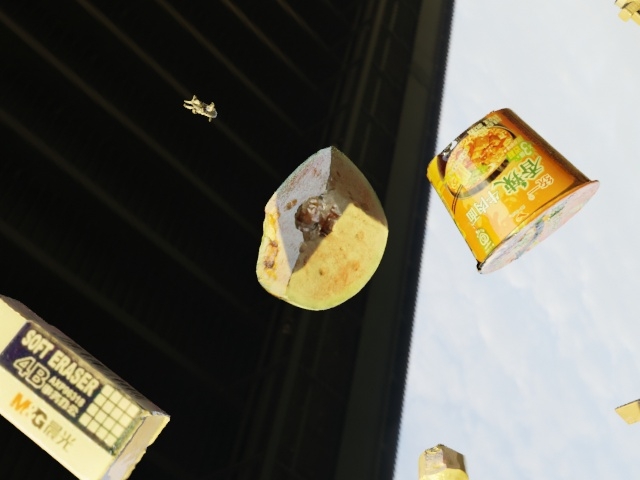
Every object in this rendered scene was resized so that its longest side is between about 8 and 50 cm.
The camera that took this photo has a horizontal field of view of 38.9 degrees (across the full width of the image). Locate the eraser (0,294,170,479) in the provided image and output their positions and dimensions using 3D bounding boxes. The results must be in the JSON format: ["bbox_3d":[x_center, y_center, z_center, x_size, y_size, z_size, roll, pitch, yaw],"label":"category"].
[{"bbox_3d":[-0.352,0.199,1.202,0.287,0.130,0.086,34,173,17],"label":"eraser"}]

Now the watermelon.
[{"bbox_3d":[-0.005,-0.001,1.750,0.188,0.175,0.321,40,-112,-32],"label":"watermelon"}]

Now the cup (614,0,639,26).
[{"bbox_3d":[0.505,-0.359,1.367,0.099,0.074,0.102,32,-146,3],"label":"cup"}]

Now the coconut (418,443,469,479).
[{"bbox_3d":[0.277,0.532,2.050,0.116,0.116,0.122,43,-157,-22],"label":"coconut"}]

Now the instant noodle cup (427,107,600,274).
[{"bbox_3d":[0.287,-0.085,1.415,0.230,0.230,0.182,-13,-117,-54],"label":"instant noodle cup"}]

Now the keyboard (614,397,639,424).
[{"bbox_3d":[0.694,0.339,1.878,0.055,0.166,0.017,44,-137,-11],"label":"keyboard"}]

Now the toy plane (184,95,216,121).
[{"bbox_3d":[-0.250,-0.280,1.932,0.083,0.079,0.031,35,-115,-51],"label":"toy plane"}]
